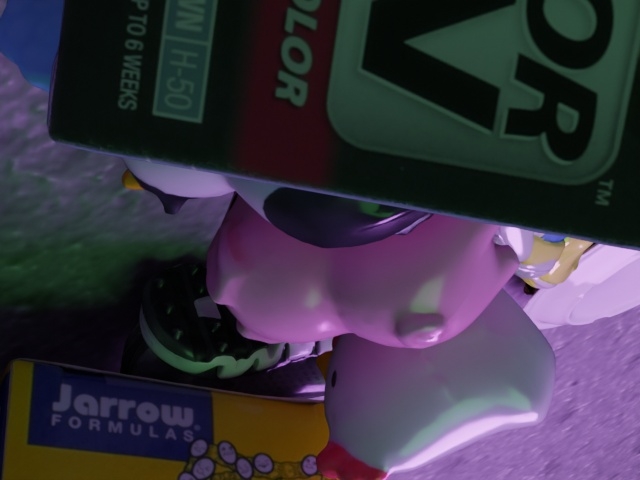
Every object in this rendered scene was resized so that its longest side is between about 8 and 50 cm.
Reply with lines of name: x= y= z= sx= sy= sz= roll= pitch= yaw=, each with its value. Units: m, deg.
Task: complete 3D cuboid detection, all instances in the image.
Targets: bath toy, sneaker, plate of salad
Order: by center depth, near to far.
bath toy: x=0.000 y=0.000 z=0.592 sx=0.129 sy=0.151 sz=0.348 roll=-42 pitch=140 yaw=-9
sneaker: x=0.128 y=-0.046 z=0.716 sx=0.126 sy=0.091 sz=0.240 roll=-43 pitch=167 yaw=6
sneaker: x=-0.017 y=0.065 z=0.793 sx=0.234 sy=0.078 sz=0.106 roll=2 pitch=142 yaw=-36
plate of salad: x=0.217 y=0.001 z=0.906 sx=0.199 sy=0.048 sz=0.200 roll=-24 pitch=161 yaw=-9

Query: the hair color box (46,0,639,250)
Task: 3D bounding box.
hair color box: x=0.135 y=-0.088 z=0.336 sx=0.113 sy=0.374 sz=0.185 roll=-46 pitch=145 yaw=-75

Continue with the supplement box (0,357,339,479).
supplement box: x=-0.125 y=0.244 z=0.781 sx=0.194 sy=0.195 sz=0.356 roll=10 pitch=143 yaw=-19
